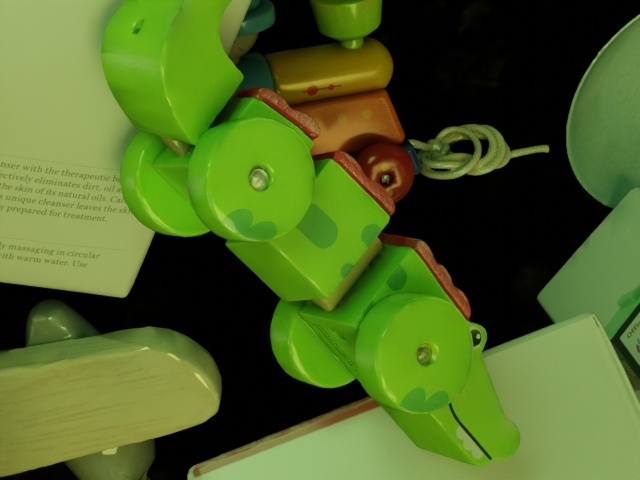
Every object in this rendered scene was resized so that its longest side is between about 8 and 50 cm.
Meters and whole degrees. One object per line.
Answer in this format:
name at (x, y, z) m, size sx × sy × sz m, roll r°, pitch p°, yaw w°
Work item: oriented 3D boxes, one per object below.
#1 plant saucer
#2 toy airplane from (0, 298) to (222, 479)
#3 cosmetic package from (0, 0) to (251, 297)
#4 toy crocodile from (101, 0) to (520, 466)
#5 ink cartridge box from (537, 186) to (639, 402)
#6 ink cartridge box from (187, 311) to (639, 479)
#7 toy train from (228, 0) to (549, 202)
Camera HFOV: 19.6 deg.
plant saucer at (0.257, -0.105, 1.308) m, size 0.195 × 0.037 × 0.195 m, roll -10°, pitch 129°, yaw -13°
toy airplane at (-0.300, 0.148, 1.179) m, size 0.386 × 0.272 × 0.384 m, roll 28°, pitch 105°, yaw 4°
cosmetic package at (-0.149, -0.160, 1.030) m, size 0.197 × 0.155 × 0.365 m, roll 10°, pitch 121°, yaw -28°
toy crocodile at (0.000, 0.000, 1.018) m, size 0.340 × 0.115 × 0.105 m, roll 48°, pitch 70°, yaw -22°
ink cartridge box at (0.297, 0.112, 1.271) m, size 0.201 × 0.278 × 0.117 m, roll 33°, pitch 105°, yaw -32°
ink cartridge box at (0.077, 0.206, 1.288) m, size 0.279 × 0.160 × 0.384 m, roll -22°, pitch 165°, yaw -3°
toy train at (0.027, -0.104, 1.188) m, size 0.248 × 0.105 × 0.143 m, roll -11°, pitch 116°, yaw -13°
